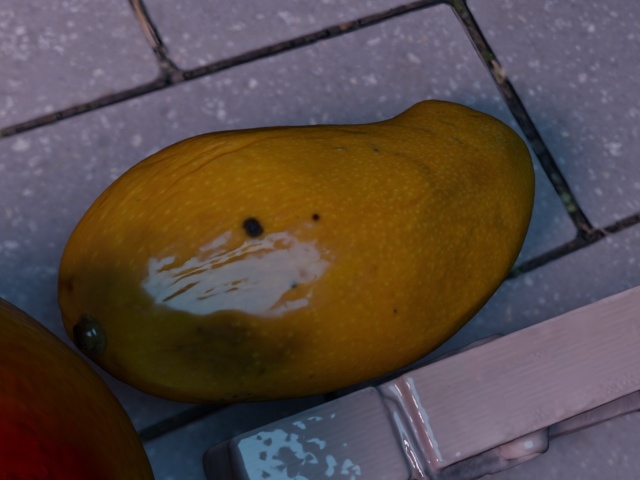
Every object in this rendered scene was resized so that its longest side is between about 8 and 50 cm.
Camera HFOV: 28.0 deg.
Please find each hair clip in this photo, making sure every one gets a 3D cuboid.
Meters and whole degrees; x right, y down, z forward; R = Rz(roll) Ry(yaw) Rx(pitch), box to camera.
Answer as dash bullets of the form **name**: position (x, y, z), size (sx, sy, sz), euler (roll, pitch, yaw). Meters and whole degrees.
- **hair clip**: position (0.092, 0.113, 0.824), size (0.331, 0.101, 0.085), euler (-17, 80, -23)

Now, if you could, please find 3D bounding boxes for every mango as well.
- **mango**: position (0.004, 0.002, 0.807), size (0.359, 0.144, 0.187), euler (-14, 54, -30)

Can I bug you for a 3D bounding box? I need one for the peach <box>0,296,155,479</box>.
- **peach**: position (-0.251, 0.186, 0.526), size (0.388, 0.388, 0.388), euler (7, 66, -17)
